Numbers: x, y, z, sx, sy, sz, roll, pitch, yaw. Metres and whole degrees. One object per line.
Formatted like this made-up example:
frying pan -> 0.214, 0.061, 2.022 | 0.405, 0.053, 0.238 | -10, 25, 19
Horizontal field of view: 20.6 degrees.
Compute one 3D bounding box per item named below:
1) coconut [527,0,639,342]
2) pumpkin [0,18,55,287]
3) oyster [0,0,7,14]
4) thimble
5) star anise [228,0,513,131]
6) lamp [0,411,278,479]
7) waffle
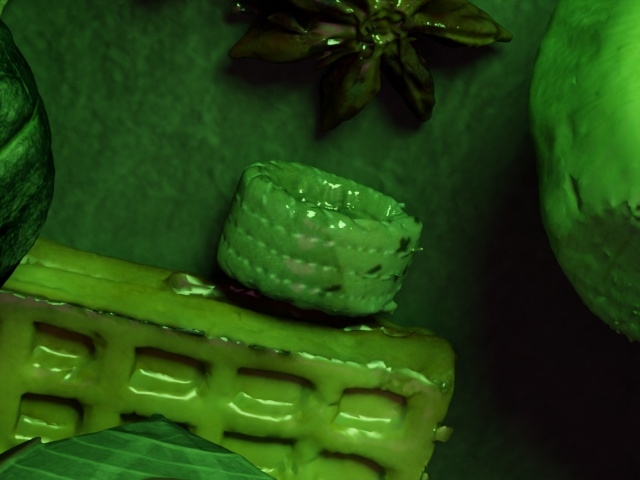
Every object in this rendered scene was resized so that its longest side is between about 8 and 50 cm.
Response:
coconut -> 0.260, -0.043, 0.870 | 0.328, 0.328, 0.281 | 1, 80, -2
pumpkin -> -0.235, -0.052, 0.862 | 0.220, 0.162, 0.221 | 27, 135, 30
oyster -> -0.132, -0.216, 0.862 | 0.351, 0.115, 0.238 | 1, 123, 29
thimble -> 0.000, 0.000, 0.989 | 0.110, 0.084, 0.062 | 18, 110, -6
star anise -> 0.031, -0.126, 0.946 | 0.167, 0.057, 0.168 | 2, 131, 2
lamp -> -0.098, 0.204, 0.900 | 0.265, 0.233, 0.233 | 6, 112, 11
waffle -> -0.100, 0.123, 1.034 | 0.327, 0.098, 0.224 | 12, 113, -8
